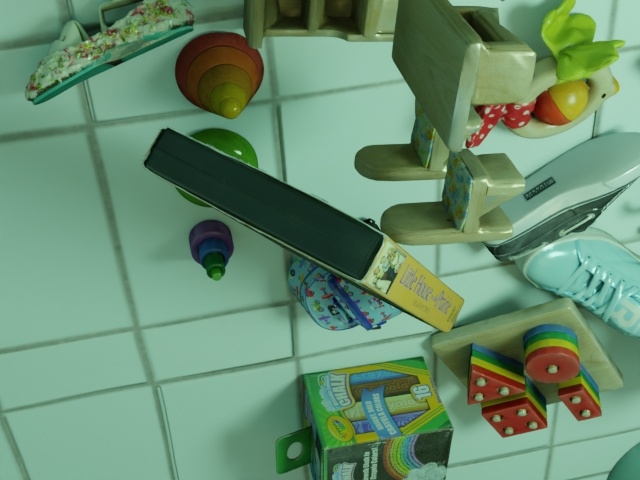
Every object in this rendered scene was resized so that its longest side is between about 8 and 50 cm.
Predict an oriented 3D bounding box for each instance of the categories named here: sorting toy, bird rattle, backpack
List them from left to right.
[{"bbox_3d":[-0.139,-0.094,1.272,0.127,0.126,0.365,-1,125,-14],"label":"sorting toy"},{"bbox_3d":[0.043,0.072,1.445,0.173,0.117,0.158,-26,126,8],"label":"backpack"},{"bbox_3d":[0.363,0.237,1.607,0.257,0.089,0.255,-20,131,28],"label":"sorting toy"},{"bbox_3d":[0.323,-0.204,1.315,0.253,0.143,0.207,-44,140,21],"label":"bird rattle"}]

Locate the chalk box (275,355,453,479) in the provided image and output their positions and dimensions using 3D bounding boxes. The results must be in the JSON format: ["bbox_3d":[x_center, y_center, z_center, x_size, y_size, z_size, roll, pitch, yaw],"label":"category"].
[{"bbox_3d":[0.062,0.342,1.607,0.289,0.179,0.180,-6,127,-9],"label":"chalk box"}]

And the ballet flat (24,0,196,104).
[{"bbox_3d":[-0.273,-0.254,1.162,0.241,0.091,0.077,-26,97,0],"label":"ballet flat"}]

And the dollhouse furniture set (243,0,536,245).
[{"bbox_3d":[0.067,-0.246,1.043,0.257,0.394,0.362,-3,126,-12],"label":"dollhouse furniture set"}]

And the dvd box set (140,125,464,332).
[{"bbox_3d":[0.000,0.000,1.165,0.062,0.308,0.420,-62,156,-2],"label":"dvd box set"}]

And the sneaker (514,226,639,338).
[{"bbox_3d":[0.498,0.084,1.546,0.366,0.150,0.135,16,119,-24],"label":"sneaker"}]

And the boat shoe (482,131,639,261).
[{"bbox_3d":[0.392,-0.060,1.444,0.301,0.108,0.102,-31,127,12],"label":"boat shoe"}]

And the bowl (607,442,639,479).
[{"bbox_3d":[0.784,0.551,1.952,0.312,0.163,0.311,-7,127,-10],"label":"bowl"}]
